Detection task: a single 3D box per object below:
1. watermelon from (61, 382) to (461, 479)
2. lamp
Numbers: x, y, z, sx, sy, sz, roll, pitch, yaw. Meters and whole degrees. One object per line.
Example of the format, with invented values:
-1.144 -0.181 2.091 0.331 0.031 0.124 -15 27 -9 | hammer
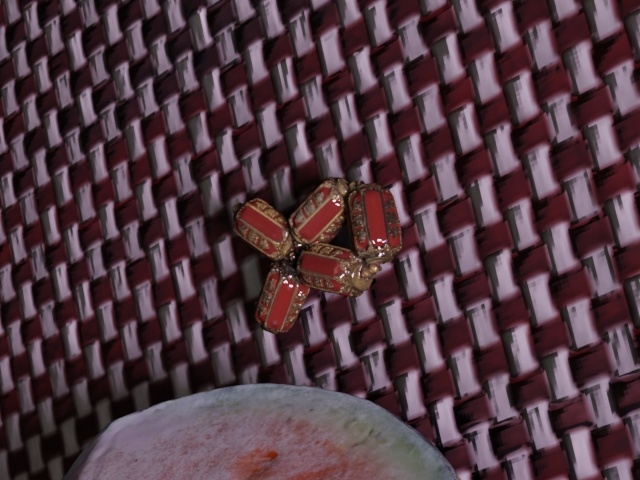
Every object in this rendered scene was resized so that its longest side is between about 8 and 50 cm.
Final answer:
-0.022 0.182 0.727 0.322 0.188 0.175 -9 126 39 | watermelon
0.000 0.000 0.776 0.083 0.031 0.063 -26 71 39 | lamp
